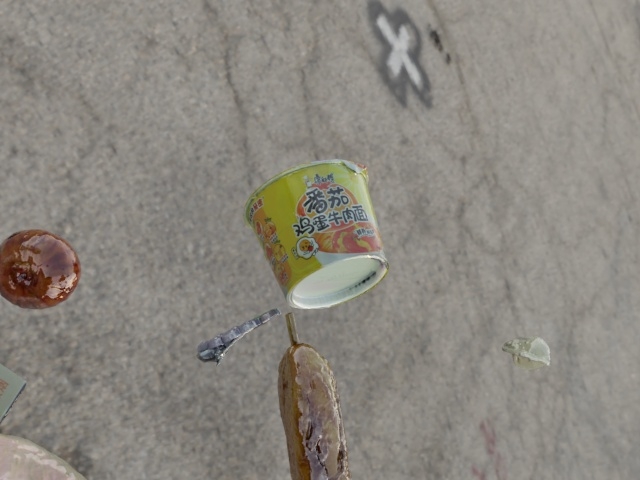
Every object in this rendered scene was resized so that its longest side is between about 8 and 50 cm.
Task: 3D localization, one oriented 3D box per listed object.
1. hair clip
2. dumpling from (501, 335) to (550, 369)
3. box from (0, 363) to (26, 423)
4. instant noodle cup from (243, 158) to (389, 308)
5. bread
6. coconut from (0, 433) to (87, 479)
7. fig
[{"bbox_3d":[-0.157,0.190,1.722,0.195,0.124,0.052,-29,94,-25],"label":"hair clip"},{"bbox_3d":[0.293,0.155,1.229,0.057,0.052,0.076,29,37,-18],"label":"dumpling"},{"bbox_3d":[-0.564,0.183,1.104,0.310,0.084,0.198,39,42,-16],"label":"box"},{"bbox_3d":[0.000,0.000,1.640,0.264,0.264,0.200,22,43,-54],"label":"instant noodle cup"},{"bbox_3d":[-0.005,0.264,1.135,0.124,0.084,0.343,172,-91,-77],"label":"bread"},{"bbox_3d":[-0.348,0.362,0.830,0.404,0.405,0.404,38,42,-45],"label":"coconut"},{"bbox_3d":[-0.432,0.038,1.301,0.128,0.150,0.128,-11,111,-31],"label":"fig"}]
